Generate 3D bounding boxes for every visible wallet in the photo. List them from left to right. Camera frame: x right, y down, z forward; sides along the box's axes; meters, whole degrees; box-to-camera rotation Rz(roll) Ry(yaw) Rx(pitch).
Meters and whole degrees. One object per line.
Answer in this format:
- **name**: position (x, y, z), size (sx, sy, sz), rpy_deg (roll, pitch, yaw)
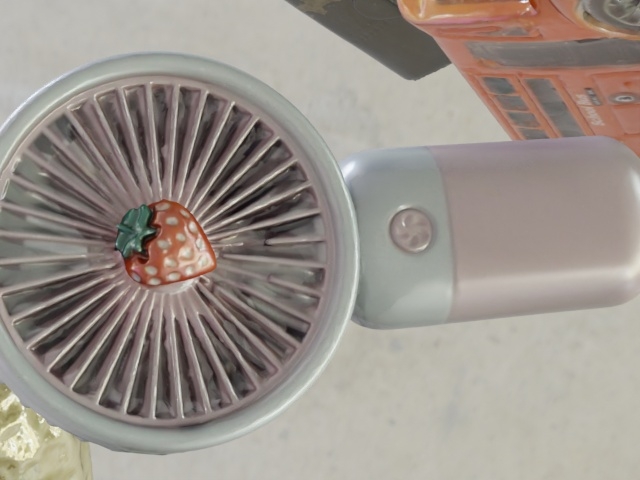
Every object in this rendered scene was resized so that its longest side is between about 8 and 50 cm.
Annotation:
- **wallet**: position (0.026, -0.164, 1.356), size (0.156, 0.082, 0.018), rpy_deg (32, 64, -24)

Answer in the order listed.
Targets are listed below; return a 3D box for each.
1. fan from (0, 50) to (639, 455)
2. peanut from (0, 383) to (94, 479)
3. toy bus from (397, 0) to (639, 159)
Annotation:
- **fan**: position (0.000, 0.000, 0.648), size (0.244, 0.074, 0.130), rpy_deg (-6, 84, -16)
- **peanut**: position (-0.192, 0.163, 1.174), size (0.120, 0.298, 0.136), rpy_deg (2, 42, 22)
- **toy bus**: position (0.127, -0.123, 0.870), size (0.153, 0.329, 0.143), rpy_deg (-2, 75, 19)
